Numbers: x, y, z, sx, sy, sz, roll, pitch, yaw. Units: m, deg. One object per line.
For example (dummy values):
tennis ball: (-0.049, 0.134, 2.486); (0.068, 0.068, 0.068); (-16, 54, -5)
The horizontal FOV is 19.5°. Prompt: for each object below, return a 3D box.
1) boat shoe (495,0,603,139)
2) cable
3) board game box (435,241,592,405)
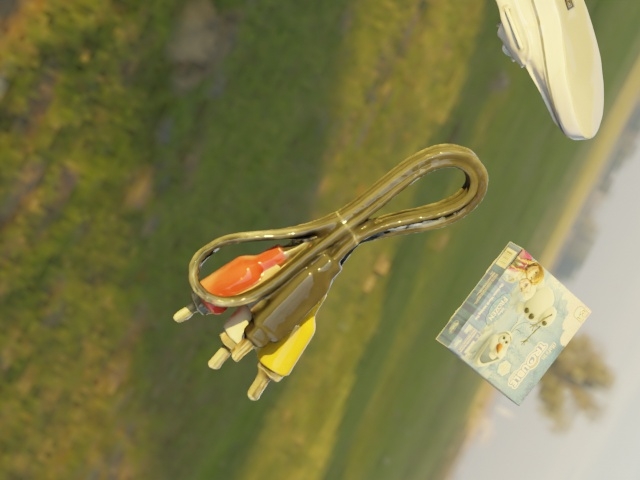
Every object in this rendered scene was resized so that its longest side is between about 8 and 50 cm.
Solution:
boat shoe: (0.227, -0.227, 1.948); (0.095, 0.084, 0.258); (-21, 98, -54)
cable: (0.000, 0.000, 1.558); (0.287, 0.139, 0.072); (-43, -164, 1)
board game box: (0.142, 0.062, 1.360); (0.090, 0.090, 0.020); (-53, -145, -2)
